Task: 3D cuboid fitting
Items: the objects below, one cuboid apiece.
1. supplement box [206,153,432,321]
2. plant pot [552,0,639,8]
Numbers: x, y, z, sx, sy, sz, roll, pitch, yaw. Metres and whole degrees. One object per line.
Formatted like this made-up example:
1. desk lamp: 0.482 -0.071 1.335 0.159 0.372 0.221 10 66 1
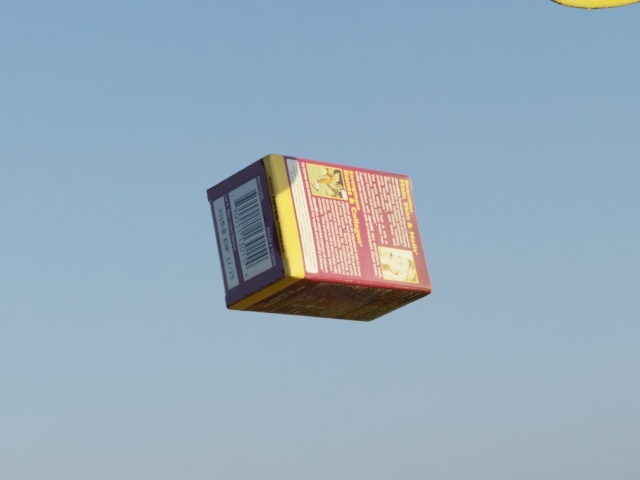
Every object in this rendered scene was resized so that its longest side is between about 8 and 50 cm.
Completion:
1. supplement box: 0.000 0.000 0.791 0.083 0.055 0.043 8 -27 -43
2. plant pot: 0.094 -0.155 0.606 0.134 0.095 0.134 -24 -31 -16
